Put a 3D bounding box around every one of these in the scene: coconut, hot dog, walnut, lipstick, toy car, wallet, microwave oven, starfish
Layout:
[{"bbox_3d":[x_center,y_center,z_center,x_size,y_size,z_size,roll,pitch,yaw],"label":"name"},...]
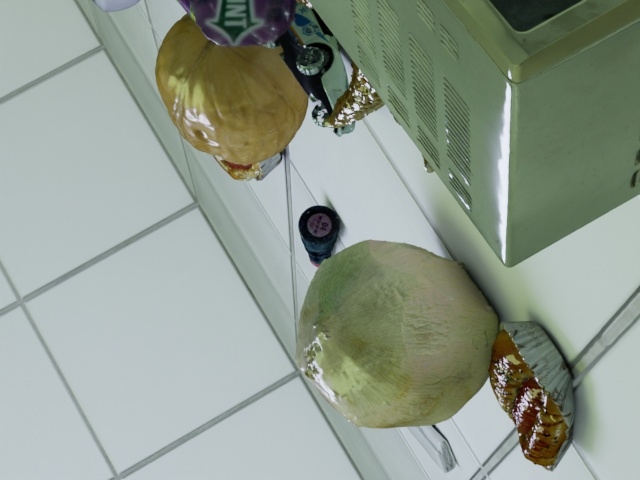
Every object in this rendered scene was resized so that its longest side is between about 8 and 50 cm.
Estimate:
[{"bbox_3d":[0.064,0.086,1.271,0.194,0.194,0.194,58,171,15],"label":"coconut"},{"bbox_3d":[0.186,0.141,1.203,0.099,0.053,0.192,59,170,32],"label":"hot dog"},{"bbox_3d":[-0.093,-0.170,1.454,0.165,0.165,0.197,56,170,26],"label":"walnut"},{"bbox_3d":[0.000,0.000,1.860,0.053,0.053,0.234,59,176,9],"label":"lipstick"},{"bbox_3d":[-0.014,-0.183,1.280,0.205,0.056,0.095,57,171,32],"label":"toy car"},{"bbox_3d":[0.151,0.275,1.938,0.122,0.025,0.061,48,158,56],"label":"wallet"},{"bbox_3d":[-0.112,-0.141,1.940,0.131,0.069,0.252,63,170,-11],"label":"hot dog"},{"bbox_3d":[0.077,-0.140,0.616,0.240,0.145,0.194,56,173,27],"label":"microwave oven"},{"bbox_3d":[0.035,-0.157,1.073,0.236,0.062,0.277,62,169,1],"label":"starfish"}]

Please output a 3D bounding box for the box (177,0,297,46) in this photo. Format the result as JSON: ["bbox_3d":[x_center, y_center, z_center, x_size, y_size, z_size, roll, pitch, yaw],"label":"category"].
[{"bbox_3d":[-0.105,-0.274,1.215,0.345,0.097,0.134,-125,32,-63],"label":"box"}]

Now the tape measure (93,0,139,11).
[{"bbox_3d":[-0.322,-0.440,2.087,0.196,0.105,0.178,-167,55,-76],"label":"tape measure"}]
